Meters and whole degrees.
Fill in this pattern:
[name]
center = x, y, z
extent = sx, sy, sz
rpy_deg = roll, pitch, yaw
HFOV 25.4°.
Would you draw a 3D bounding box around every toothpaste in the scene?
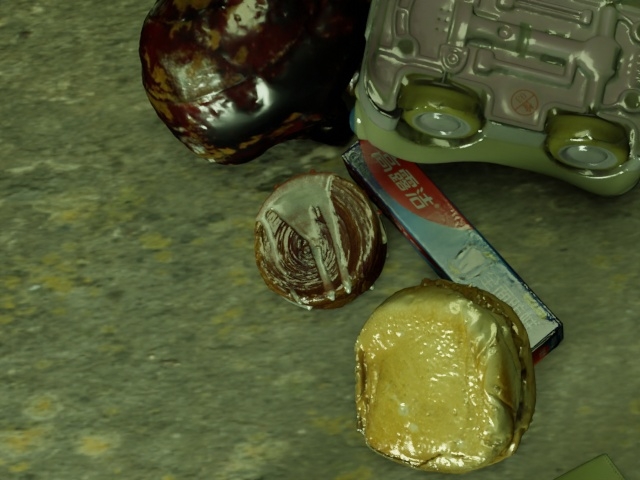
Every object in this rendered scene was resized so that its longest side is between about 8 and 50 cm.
[toothpaste]
center = 0.149, 0.007, 1.618
extent = 0.066, 0.076, 0.320
rpy_deg = -40, 70, -4

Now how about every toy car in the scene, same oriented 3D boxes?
[toy car]
center = 0.210, -0.184, 1.567
extent = 0.336, 0.226, 0.242
rpy_deg = 11, 73, 0

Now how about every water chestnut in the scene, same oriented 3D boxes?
[water chestnut]
center = -0.066, -0.219, 1.638
extent = 0.244, 0.289, 0.289
rpy_deg = 37, 79, 13

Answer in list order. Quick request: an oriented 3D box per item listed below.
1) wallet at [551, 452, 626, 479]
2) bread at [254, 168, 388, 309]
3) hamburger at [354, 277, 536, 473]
[wallet]
center = 0.260, 0.296, 1.500
extent = 0.155, 0.039, 0.110
rpy_deg = -28, 28, -1
[bread]
center = 0.000, 0.000, 1.636
extent = 0.160, 0.073, 0.160
rpy_deg = -4, 78, 17
[hamburger]
center = 0.131, 0.143, 1.517
extent = 0.214, 0.108, 0.213
rpy_deg = 1, 92, 31
